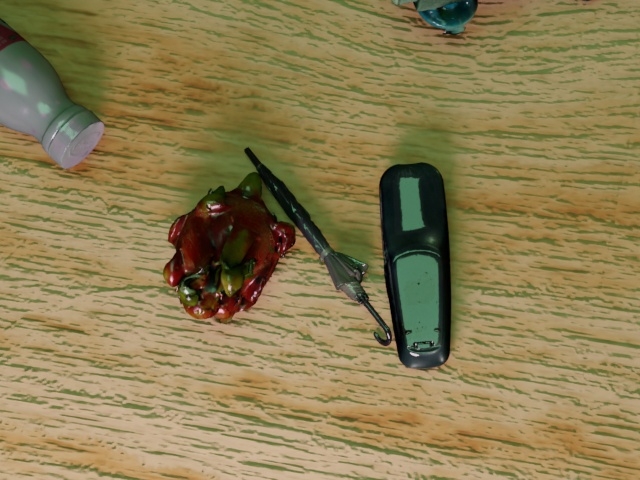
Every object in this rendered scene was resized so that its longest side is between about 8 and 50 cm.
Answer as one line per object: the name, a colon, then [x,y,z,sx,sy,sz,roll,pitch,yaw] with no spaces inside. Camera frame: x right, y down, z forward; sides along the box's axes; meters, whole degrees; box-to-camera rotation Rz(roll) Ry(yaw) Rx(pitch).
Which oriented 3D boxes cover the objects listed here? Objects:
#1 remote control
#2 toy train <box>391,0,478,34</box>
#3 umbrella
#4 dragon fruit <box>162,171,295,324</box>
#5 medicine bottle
remote control: [0.102,0.025,1.747,0.072,0.042,0.222,-4,76,2]
toy train: [0.197,-0.345,1.776,0.298,0.120,0.194,-14,70,-11]
umbrella: [0.002,-0.002,1.765,0.044,0.044,0.269,-27,74,-33]
dragon fruit: [-0.097,0.021,1.740,0.138,0.175,0.142,-9,111,11]
medicine bottle: [-0.335,-0.171,1.810,0.216,0.090,0.090,41,83,12]
